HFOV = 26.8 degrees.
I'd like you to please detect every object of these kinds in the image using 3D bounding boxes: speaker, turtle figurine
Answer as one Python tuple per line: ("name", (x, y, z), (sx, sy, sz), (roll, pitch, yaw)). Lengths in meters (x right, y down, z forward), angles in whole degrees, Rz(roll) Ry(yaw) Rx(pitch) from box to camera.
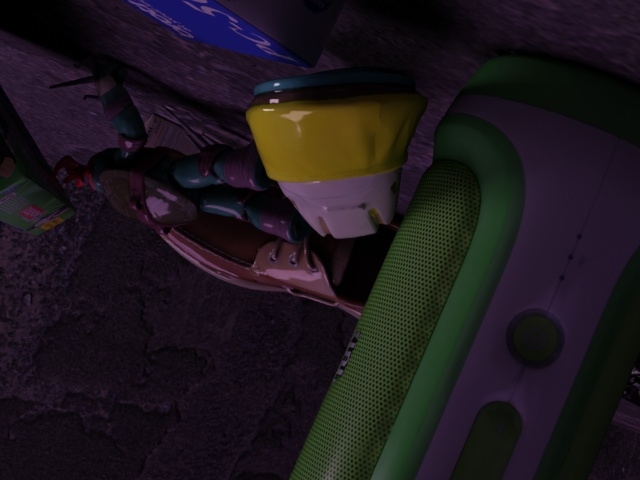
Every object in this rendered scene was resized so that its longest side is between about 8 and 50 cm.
("speaker", (0.063, 0.075, 0.587), (0.131, 0.297, 0.131), (24, 175, 2))
("turtle figurine", (-0.119, -0.063, 1.116), (0.234, 0.118, 0.175), (14, 171, 32))

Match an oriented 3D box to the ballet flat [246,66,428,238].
("ballet flat", (0.012, -0.041, 0.626), (0.077, 0.077, 0.231), (-5, -173, 3))

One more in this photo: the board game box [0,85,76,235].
("board game box", (-0.275, -0.113, 1.027), (0.214, 0.046, 0.317), (60, 174, 1))

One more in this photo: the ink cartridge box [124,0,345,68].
("ink cartridge box", (-0.090, -0.137, 0.525), (0.097, 0.046, 0.207), (20, 175, 44))

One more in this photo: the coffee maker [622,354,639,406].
("coffee maker", (0.242, 0.064, 0.845), (0.178, 0.120, 0.171), (30, -164, -42))

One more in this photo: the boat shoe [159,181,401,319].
("boat shoe", (0.000, 0.000, 1.241), (0.324, 0.123, 0.116), (18, 169, -10))

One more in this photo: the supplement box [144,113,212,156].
("supplement box", (-0.132, -0.086, 1.322), (0.098, 0.036, 0.062), (25, 174, -11))
